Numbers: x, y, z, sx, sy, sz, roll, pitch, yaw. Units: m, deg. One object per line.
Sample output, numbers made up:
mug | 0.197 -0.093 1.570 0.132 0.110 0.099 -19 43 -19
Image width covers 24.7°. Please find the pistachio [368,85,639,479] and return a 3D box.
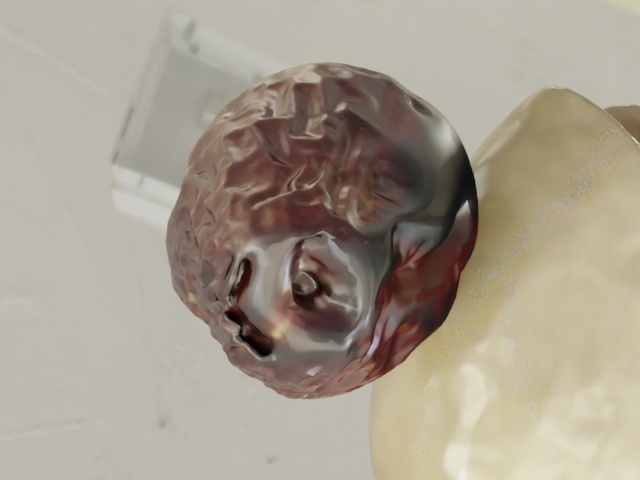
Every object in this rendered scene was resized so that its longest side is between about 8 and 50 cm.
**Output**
pistachio | 0.132 0.064 0.854 0.187 0.299 0.187 15 -171 -2

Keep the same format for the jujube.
jujube | 0.000 0.000 0.718 0.168 0.168 0.236 25 -166 -1
